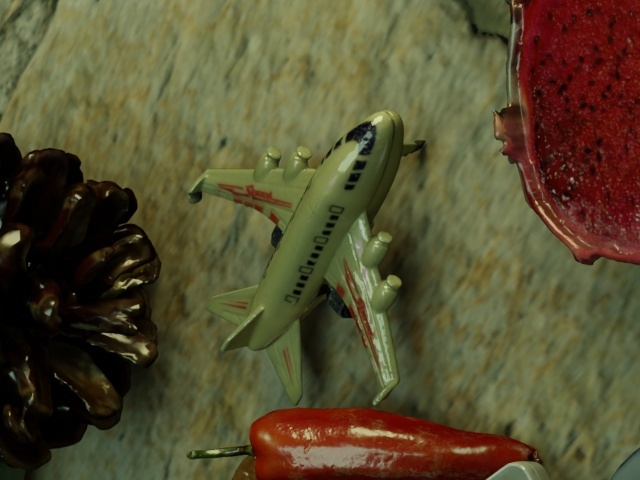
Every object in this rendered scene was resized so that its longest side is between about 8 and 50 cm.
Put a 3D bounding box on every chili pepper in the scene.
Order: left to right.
[{"bbox_3d":[0.029,0.157,1.444,0.272,0.071,0.063,-1,100,16],"label":"chili pepper"}]

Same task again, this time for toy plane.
[{"bbox_3d":[0.000,0.000,1.466,0.242,0.104,0.256,48,118,24],"label":"toy plane"}]

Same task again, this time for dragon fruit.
[{"bbox_3d":[0.213,-0.089,1.308,0.161,0.126,0.274,-34,66,42],"label":"dragon fruit"}]

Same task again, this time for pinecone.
[{"bbox_3d":[-0.268,0.041,1.543,0.296,0.298,0.242,9,136,18],"label":"pinecone"}]

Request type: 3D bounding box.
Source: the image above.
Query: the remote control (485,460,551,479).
[{"bbox_3d":[0.170,0.284,1.363,0.103,0.034,0.250,-40,63,30],"label":"remote control"}]

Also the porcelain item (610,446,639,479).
[{"bbox_3d":[0.267,0.178,1.204,0.141,0.259,0.141,2,93,35],"label":"porcelain item"}]

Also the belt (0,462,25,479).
[{"bbox_3d":[-0.378,0.171,1.718,0.257,0.150,0.207,39,105,24],"label":"belt"}]

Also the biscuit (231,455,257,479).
[{"bbox_3d":[0.042,0.302,1.499,0.262,0.052,0.277,2,95,30],"label":"biscuit"}]
